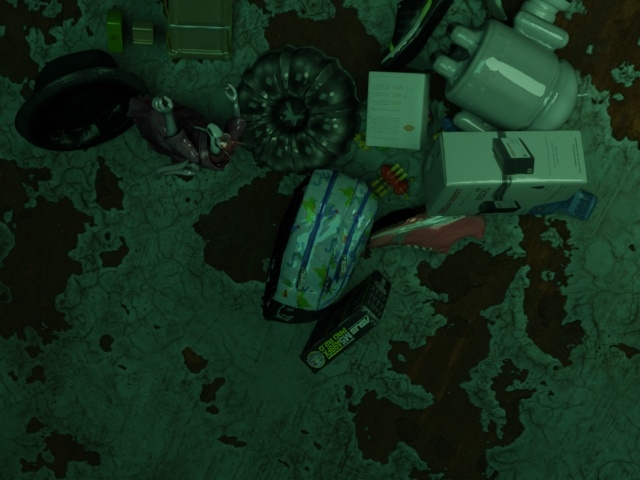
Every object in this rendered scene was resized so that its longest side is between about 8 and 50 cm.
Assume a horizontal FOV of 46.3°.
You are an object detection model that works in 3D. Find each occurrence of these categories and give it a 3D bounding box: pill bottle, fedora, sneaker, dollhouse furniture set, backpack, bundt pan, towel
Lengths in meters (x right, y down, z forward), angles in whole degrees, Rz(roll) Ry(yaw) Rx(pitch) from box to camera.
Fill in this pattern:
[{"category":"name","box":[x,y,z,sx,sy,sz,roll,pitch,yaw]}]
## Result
[{"category":"pill bottle","box":[0.518,-0.570,1.634,0.108,0.108,0.193,28,109,1]},{"category":"fedora","box":[-0.599,-0.364,1.852,0.334,0.334,0.152,-29,70,17]},{"category":"sneaker","box":[0.260,-0.016,1.851,0.314,0.116,0.136,-18,104,15]},{"category":"dollhouse furniture set","box":[-0.360,-0.563,1.820,0.302,0.151,0.197,1,129,-8]},{"category":"backpack","box":[0.000,0.000,1.811,0.273,0.290,0.355,6,106,10]},{"category":"bundt pan","box":[-0.067,-0.307,1.816,0.331,0.124,0.330,3,107,9]},{"category":"sneaker","box":[0.209,-0.506,1.741,0.097,0.084,0.234,46,110,20]},{"category":"towel","box":[0.601,-0.096,1.801,0.119,0.029,0.067,19,109,-5]}]

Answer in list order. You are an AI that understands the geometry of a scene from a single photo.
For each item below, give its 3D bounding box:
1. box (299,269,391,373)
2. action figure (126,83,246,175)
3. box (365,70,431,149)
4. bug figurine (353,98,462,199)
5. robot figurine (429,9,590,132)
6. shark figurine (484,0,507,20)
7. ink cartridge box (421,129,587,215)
[{"category":"box","box":[0.067,0.198,1.870,0.216,0.270,0.060,-40,95,18]},{"category":"action figure","box":[-0.307,-0.225,1.740,0.370,0.248,0.275,30,122,45]},{"category":"box","box":[0.178,-0.300,1.719,0.130,0.091,0.170,7,105,16]},{"category":"bug figurine","box":[0.221,-0.240,1.811,0.279,0.072,0.216,-36,92,23]},{"category":"robot figurine","box":[0.417,-0.351,1.660,0.353,0.200,0.300,26,114,-8]},{"category":"shark figurine","box":[0.408,-0.601,1.620,0.278,0.116,0.166,-35,74,23]},{"category":"ink cartridge box","box":[0.400,-0.146,1.675,0.307,0.223,0.129,-1,75,-4]}]
